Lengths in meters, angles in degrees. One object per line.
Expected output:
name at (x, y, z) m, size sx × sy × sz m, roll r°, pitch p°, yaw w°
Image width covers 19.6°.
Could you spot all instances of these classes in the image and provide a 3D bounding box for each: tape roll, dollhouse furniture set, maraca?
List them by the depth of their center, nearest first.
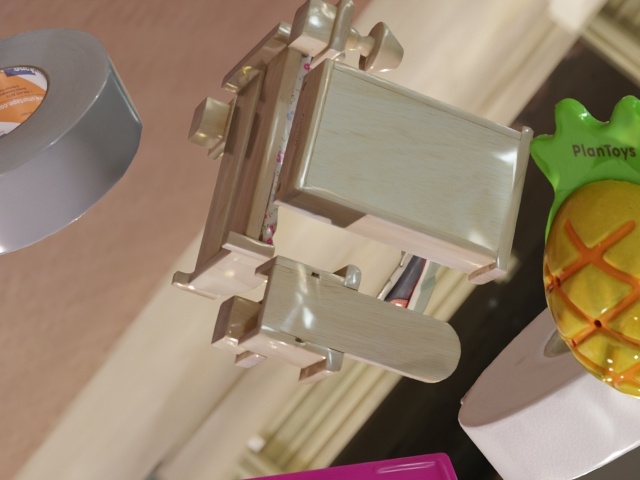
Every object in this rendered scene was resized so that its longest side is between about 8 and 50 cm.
maraca at (0.174, 0.007, 1.024) m, size 0.127 × 0.185 × 0.099 m, roll 0°, pitch -155°, yaw 43°
dollhouse furniture set at (0.000, 0.000, 1.466) m, size 0.355 × 0.174 × 0.303 m, roll 148°, pitch -41°, yaw -64°
tape roll at (0.280, 0.054, 1.488) m, size 0.392 × 0.072 × 0.392 m, roll -39°, pitch -177°, yaw 2°
tape roll at (-0.260, -0.081, 1.519) m, size 0.219 × 0.219 × 0.072 m, roll -46°, pitch 131°, yaw -28°

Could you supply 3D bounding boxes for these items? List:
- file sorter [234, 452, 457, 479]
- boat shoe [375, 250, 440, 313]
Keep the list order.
file sorter at (0.003, 0.293, 1.000) m, size 0.202 × 0.290 × 0.182 m, roll -6°, pitch 132°, yaw -14°
boat shoe at (0.089, 0.010, 1.650) m, size 0.049 × 0.043 × 0.137 m, roll -19°, pitch 135°, yaw -58°
